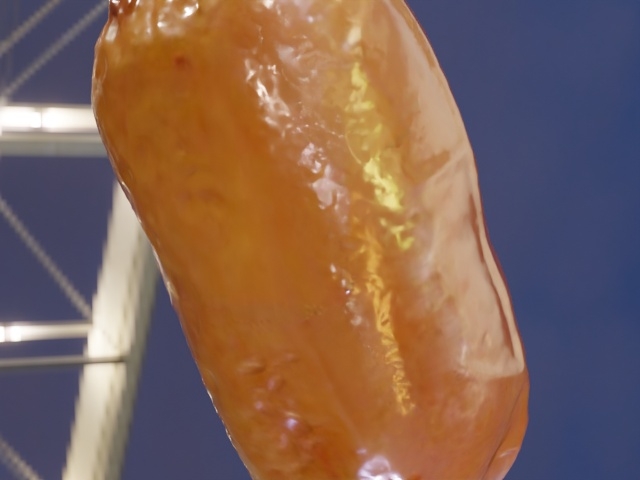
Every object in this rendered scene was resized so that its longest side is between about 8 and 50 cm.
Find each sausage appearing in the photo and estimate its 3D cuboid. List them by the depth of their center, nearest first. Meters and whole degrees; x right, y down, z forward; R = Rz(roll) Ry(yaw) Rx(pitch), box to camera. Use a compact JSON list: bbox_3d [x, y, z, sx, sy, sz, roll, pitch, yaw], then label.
[{"bbox_3d":[0.002,0.000,0.661,0.133,0.133,0.258,14,-53,59],"label":"sausage"}]
